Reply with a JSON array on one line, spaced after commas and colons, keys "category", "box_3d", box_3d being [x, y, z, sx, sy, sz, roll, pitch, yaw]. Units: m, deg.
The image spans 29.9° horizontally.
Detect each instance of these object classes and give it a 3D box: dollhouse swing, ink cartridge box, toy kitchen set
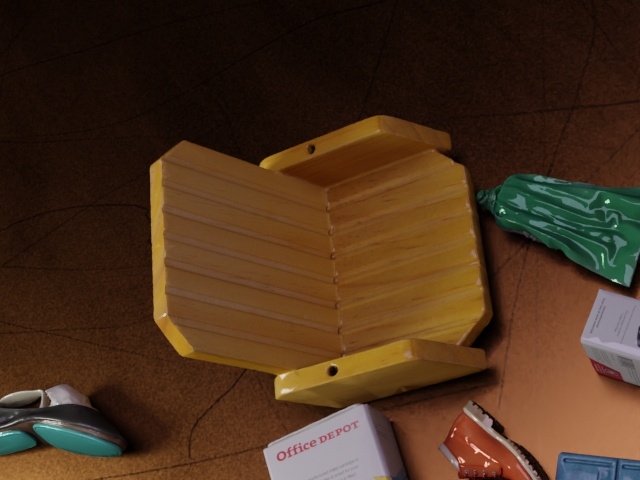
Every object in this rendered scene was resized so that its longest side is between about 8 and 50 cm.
[{"category": "dollhouse swing", "box_3d": [0.000, 0.000, 1.528, 0.315, 0.305, 0.346, -19, 61, 28]}, {"category": "ink cartridge box", "box_3d": [0.035, 0.334, 1.504, 0.154, 0.093, 0.212, -26, 61, 14]}, {"category": "ink cartridge box", "box_3d": [0.410, 0.132, 1.413, 0.175, 0.127, 0.072, 16, 73, 27]}, {"category": "toy kitchen set", "box_3d": [0.307, 0.336, 1.346, 0.122, 0.166, 0.207, 2, 70, 24]}]

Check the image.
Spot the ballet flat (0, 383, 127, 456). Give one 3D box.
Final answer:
[{"category": "ballet flat", "box_3d": [-0.397, 0.256, 1.728, 0.281, 0.095, 0.096, -3, 55, 22]}]

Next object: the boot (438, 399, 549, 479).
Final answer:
[{"category": "boot", "box_3d": [0.215, 0.277, 1.479, 0.084, 0.059, 0.158, -49, 51, 1]}]

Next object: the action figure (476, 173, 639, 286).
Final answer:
[{"category": "action figure", "box_3d": [0.312, -0.032, 1.561, 0.232, 0.063, 0.137, 17, 78, 24]}]
